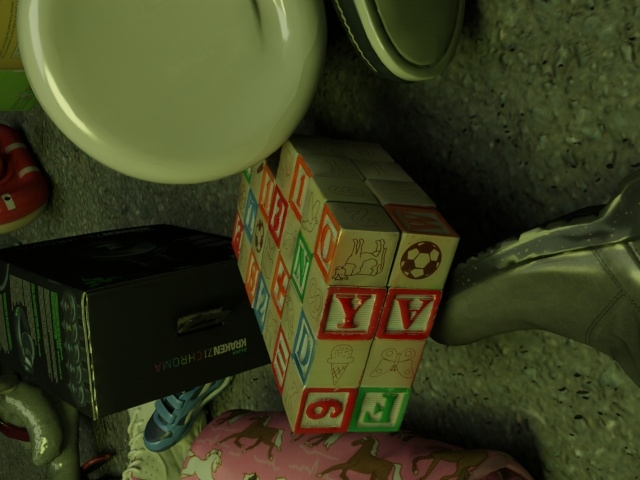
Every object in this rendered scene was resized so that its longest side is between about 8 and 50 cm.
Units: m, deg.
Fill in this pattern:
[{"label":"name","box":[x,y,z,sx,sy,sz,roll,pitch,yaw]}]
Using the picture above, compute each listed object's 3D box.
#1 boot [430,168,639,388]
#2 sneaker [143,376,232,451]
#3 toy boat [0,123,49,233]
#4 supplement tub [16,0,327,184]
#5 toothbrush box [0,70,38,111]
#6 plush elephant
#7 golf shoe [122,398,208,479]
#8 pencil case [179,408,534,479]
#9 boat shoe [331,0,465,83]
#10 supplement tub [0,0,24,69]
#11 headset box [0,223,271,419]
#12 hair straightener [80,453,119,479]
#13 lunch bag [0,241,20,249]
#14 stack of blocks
[{"label":"boot","box":[0.214,0.078,0.538,0.338,0.118,0.222,-35,78,53]},{"label":"sneaker","box":[-0.173,0.194,0.995,0.053,0.059,0.144,37,87,34]},{"label":"toy boat","box":[-0.538,-0.123,1.313,0.231,0.151,0.151,52,152,27]},{"label":"supplement tub","box":[-0.136,-0.186,0.723,0.316,0.228,0.228,-133,43,-69]},{"label":"toothbrush box","box":[-0.523,-0.269,1.139,0.206,0.283,0.122,-25,80,50]},{"label":"plush elephant","box":[-0.529,0.250,1.299,0.272,0.256,0.329,35,120,54]},{"label":"golf shoe","box":[-0.203,0.274,1.040,0.306,0.140,0.115,46,131,34]},{"label":"pencil case","box":[0.024,0.258,0.759,0.386,0.160,0.167,-6,127,49]},{"label":"boat shoe","box":[0.021,-0.274,0.666,0.113,0.127,0.340,-24,78,50]},{"label":"supplement tub","box":[-0.337,-0.313,0.911,0.241,0.331,0.241,13,108,48]},{"label":"headset box","box":[-0.202,0.074,0.908,0.283,0.246,0.131,11,107,48]},{"label":"hair straightener","box":[-0.389,0.421,1.358,0.230,0.047,0.089,-36,71,47]},{"label":"lunch bag","box":[-0.635,0.152,1.447,0.160,0.223,0.262,46,131,42]},{"label":"stack of blocks","box":[0.000,0.000,0.691,0.297,0.087,0.171,-119,37,-58]}]
